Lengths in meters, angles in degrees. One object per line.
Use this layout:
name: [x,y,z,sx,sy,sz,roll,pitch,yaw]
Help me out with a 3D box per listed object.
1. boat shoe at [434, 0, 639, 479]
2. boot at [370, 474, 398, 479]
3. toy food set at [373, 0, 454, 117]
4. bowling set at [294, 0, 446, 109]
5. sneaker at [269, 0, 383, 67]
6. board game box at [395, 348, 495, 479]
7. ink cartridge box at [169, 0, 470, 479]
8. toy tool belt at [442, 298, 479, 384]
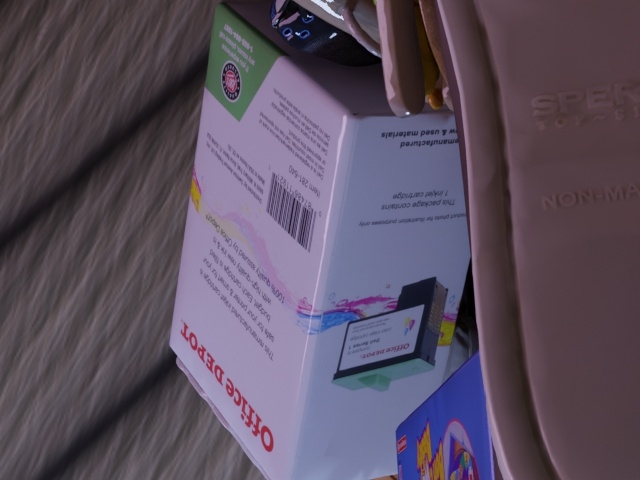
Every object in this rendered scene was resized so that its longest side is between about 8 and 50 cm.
boat shoe: [0.093,-0.045,0.464,0.096,0.117,0.324,70,-162,-60]
boot: [0.013,0.115,1.253,0.283,0.109,0.220,61,161,17]
toy food set: [0.062,-0.088,0.551,0.192,0.039,0.132,4,-100,-51]
bowling set: [0.073,-0.203,0.717,0.200,0.154,0.287,-38,33,28]
sneaker: [-0.002,-0.169,0.917,0.217,0.121,0.079,38,-136,-35]
board game box: [0.098,0.187,0.764,0.347,0.078,0.233,105,162,-78]
ink cartridge box: [0.000,0.000,1.073,0.201,0.117,0.278,45,132,50]
toy tool belt: [0.091,0.086,1.116,0.051,0.052,0.083,-35,-47,-57]
